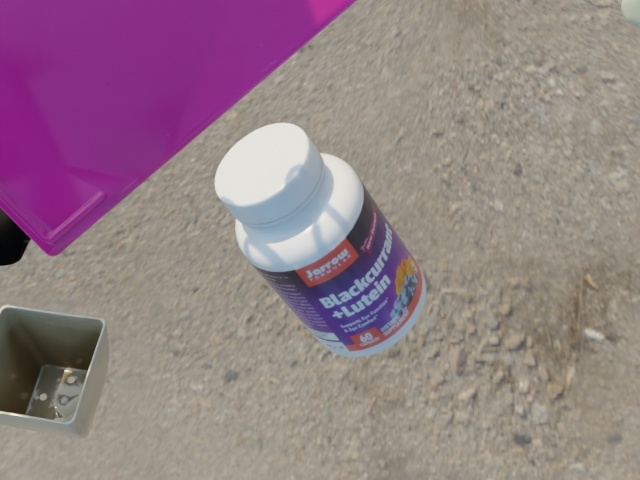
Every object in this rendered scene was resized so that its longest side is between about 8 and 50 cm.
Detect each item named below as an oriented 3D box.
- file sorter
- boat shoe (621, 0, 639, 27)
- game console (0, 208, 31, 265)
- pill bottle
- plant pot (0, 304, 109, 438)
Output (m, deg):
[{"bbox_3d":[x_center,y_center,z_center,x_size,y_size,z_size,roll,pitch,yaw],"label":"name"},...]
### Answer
[{"bbox_3d":[-0.063,-0.179,0.443,0.290,0.182,0.202,-36,104,27],"label":"file sorter"},{"bbox_3d":[0.341,-0.214,0.896,0.137,0.043,0.049,4,133,25],"label":"boat shoe"},{"bbox_3d":[-0.280,-0.026,0.768,0.107,0.071,0.122,44,140,0],"label":"game console"},{"bbox_3d":[0.000,0.000,0.795,0.108,0.108,0.193,-25,133,14],"label":"pill bottle"},{"bbox_3d":[-0.265,0.139,0.982,0.109,0.109,0.096,7,150,8],"label":"plant pot"}]
